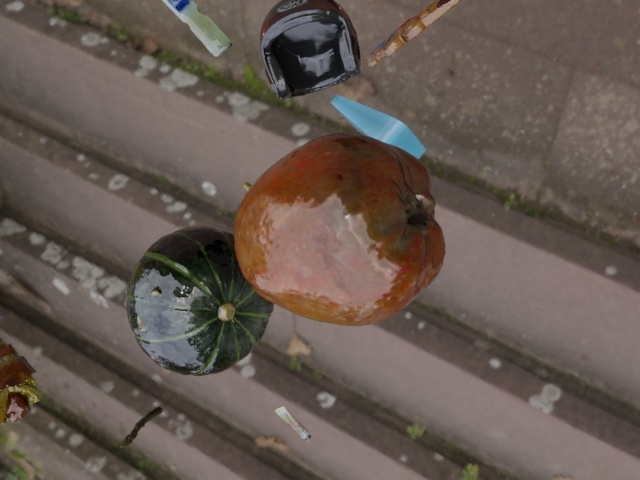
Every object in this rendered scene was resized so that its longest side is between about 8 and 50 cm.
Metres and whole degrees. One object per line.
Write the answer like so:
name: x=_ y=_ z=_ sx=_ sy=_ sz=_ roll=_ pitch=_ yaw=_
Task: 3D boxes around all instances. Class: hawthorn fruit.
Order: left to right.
hawthorn fruit: x=0.000 y=0.000 z=0.924 sx=0.262 sy=0.210 sz=0.210 roll=-21 pitch=118 yaw=37

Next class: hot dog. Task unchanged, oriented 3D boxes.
hot dog: x=-0.669 y=0.276 z=1.723 sx=0.213 sy=0.146 sz=0.103 roll=53 pitch=147 yaw=-6

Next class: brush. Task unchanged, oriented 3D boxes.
brush: x=-0.187 y=-0.327 z=1.205 sx=0.178 sy=0.033 sz=0.030 roll=49 pitch=175 yaw=27

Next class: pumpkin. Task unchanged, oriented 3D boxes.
pumpkin: x=-0.255 y=0.128 z=1.793 sx=0.241 sy=0.323 sz=0.323 roll=1 pitch=134 yaw=53

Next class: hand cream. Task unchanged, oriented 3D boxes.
hand cream: x=-0.060 y=0.412 z=1.892 sx=0.102 sy=0.022 sz=0.035 roll=47 pitch=135 yaw=-14

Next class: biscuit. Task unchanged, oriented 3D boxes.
biscuit: x=0.200 y=-0.449 z=1.761 sx=0.043 sy=0.183 sz=0.280 roll=47 pitch=130 yaw=-10

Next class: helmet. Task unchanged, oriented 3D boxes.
helmet: x=-0.022 y=-0.376 z=1.633 sx=0.189 sy=0.193 sz=0.216 roll=-16 pitch=144 yaw=11

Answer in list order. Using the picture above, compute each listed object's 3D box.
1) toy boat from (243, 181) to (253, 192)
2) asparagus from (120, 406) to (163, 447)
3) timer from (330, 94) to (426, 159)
toy boat: x=-0.063 y=-0.106 z=1.809 sx=0.318 sy=0.141 sz=0.099 roll=-11 pitch=116 yaw=54
asparagus: x=-0.254 y=0.263 z=1.205 sx=0.163 sy=0.016 sz=0.016 roll=-44 pitch=-60 yaw=-83
timer: x=0.163 y=-0.323 z=2.421 sx=0.250 sy=0.091 sz=0.232 roll=41 pitch=-175 yaw=30
